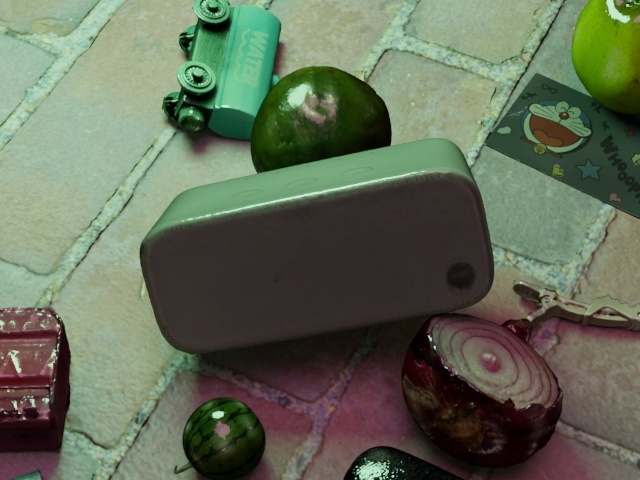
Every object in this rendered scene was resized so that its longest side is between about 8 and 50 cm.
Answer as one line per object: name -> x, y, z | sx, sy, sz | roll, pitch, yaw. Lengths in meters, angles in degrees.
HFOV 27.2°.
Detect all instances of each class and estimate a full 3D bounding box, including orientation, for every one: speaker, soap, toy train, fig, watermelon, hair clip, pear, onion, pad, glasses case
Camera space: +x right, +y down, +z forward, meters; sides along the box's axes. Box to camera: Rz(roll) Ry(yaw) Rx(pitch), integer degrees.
speaker -> 0.000, 0.000, 1.613 | 0.406, 0.183, 0.184 | -11, 21, 8
soap -> -0.433, 0.164, 1.601 | 0.250, 0.099, 0.162 | 1, 55, -1
toy train -> -0.134, -0.249, 1.911 | 0.159, 0.101, 0.248 | 16, 55, -9
fig -> 0.008, -0.104, 1.752 | 0.195, 0.195, 0.245 | -9, 70, -7
watermelon -> -0.117, 0.237, 1.553 | 0.109, 0.109, 0.109 | 0, 54, 0
hair clip -> 0.359, 0.096, 1.698 | 0.226, 0.034, 0.072 | 6, 58, 2
pear -> 0.444, -0.283, 1.856 | 0.187, 0.219, 0.187 | -1, 55, 2
onion -> 0.198, 0.168, 1.589 | 0.195, 0.140, 0.218 | 24, 33, 10
pad -> 0.380, -0.141, 1.885 | 0.245, 0.006, 0.170 | 28, 58, 19
glasses case -> 0.148, 0.325, 1.511 | 0.267, 0.067, 0.103 | 25, 57, 17

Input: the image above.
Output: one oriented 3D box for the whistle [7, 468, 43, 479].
whistle -> -0.410, 0.314, 1.532 | 0.186, 0.039, 0.039 | -19, 57, -14
